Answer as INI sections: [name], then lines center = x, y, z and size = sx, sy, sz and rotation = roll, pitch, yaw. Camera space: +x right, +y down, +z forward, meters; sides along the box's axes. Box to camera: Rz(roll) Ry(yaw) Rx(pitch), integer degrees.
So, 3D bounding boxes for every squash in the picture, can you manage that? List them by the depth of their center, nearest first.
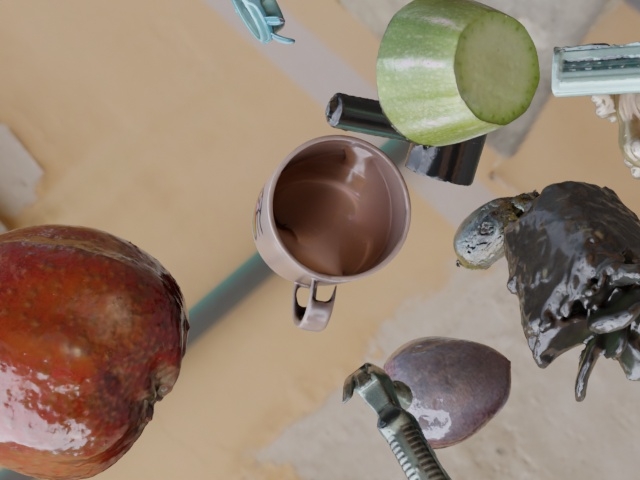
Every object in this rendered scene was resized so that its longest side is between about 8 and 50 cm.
[squash]
center = 0.153, -0.184, 1.367
size = 0.123, 0.170, 0.170
rotation = 8, 136, 58

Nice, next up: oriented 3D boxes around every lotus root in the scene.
[lotus root]
center = 0.254, -0.018, 1.869
size = 0.088, 0.088, 0.165
rotation = 48, 123, 4

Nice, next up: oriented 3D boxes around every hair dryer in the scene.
[hair dryer]
center = 0.144, -0.225, 1.962
size = 0.303, 0.244, 0.116
rotation = 6, -167, -38

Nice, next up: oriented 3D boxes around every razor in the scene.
[razor]
center = 0.270, -0.166, 0.969
size = 0.111, 0.278, 0.056
rotation = 0, 118, 30

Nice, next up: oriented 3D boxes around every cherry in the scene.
[cherry]
center = 0.199, 0.255, 2.164
size = 0.213, 0.266, 0.183
rotation = -100, -12, -64

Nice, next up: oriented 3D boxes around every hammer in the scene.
[hammer]
center = 0.101, 0.228, 1.350
size = 0.226, 0.041, 0.159
rotation = 59, -167, 26

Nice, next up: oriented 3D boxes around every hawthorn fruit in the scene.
[hawthorn fruit]
center = -0.286, 0.088, 1.238
size = 0.300, 0.254, 0.254
rotation = 28, 167, -10

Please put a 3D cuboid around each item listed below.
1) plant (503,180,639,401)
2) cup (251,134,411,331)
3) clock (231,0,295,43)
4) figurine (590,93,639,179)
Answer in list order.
[plant]
center = 0.355, 0.063, 1.613
size = 0.189, 0.199, 0.276
rotation = 17, -146, -29
[cup]
center = 0.000, 0.000, 1.738
size = 0.192, 0.252, 0.200
rotation = 9, 171, -12
[clock]
center = -0.089, -0.334, 1.843
size = 0.147, 0.045, 0.108
rotation = 53, 172, 36
[figurine]
center = 0.395, -0.145, 1.239
size = 0.173, 0.247, 0.177
rotation = -5, 97, 65
